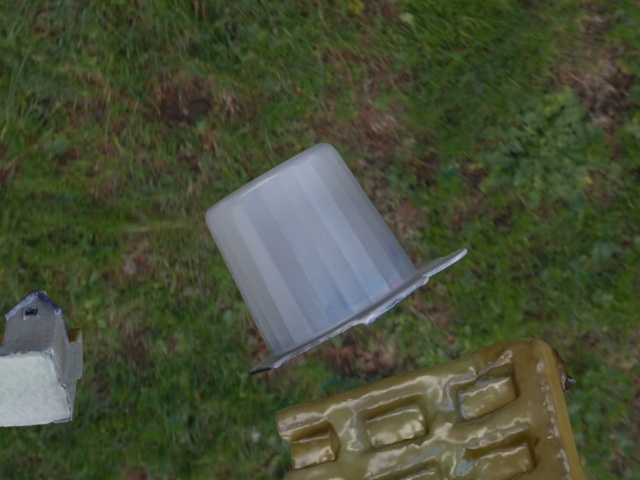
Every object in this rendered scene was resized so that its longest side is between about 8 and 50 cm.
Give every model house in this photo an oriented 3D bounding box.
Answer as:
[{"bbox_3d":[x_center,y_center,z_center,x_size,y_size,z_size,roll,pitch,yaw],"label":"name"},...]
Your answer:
[{"bbox_3d":[-0.274,0.103,1.142,0.087,0.100,0.101,-4,133,0],"label":"model house"}]

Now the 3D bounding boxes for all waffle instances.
[{"bbox_3d":[0.116,0.265,1.146,0.304,0.348,0.077,-19,142,12],"label":"waffle"}]

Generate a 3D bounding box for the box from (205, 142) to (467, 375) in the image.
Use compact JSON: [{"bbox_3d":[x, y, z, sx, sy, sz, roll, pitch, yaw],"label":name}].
[{"bbox_3d":[0.000,0.000,1.466,0.291,0.262,0.206,-30,93,28],"label":"box"}]
